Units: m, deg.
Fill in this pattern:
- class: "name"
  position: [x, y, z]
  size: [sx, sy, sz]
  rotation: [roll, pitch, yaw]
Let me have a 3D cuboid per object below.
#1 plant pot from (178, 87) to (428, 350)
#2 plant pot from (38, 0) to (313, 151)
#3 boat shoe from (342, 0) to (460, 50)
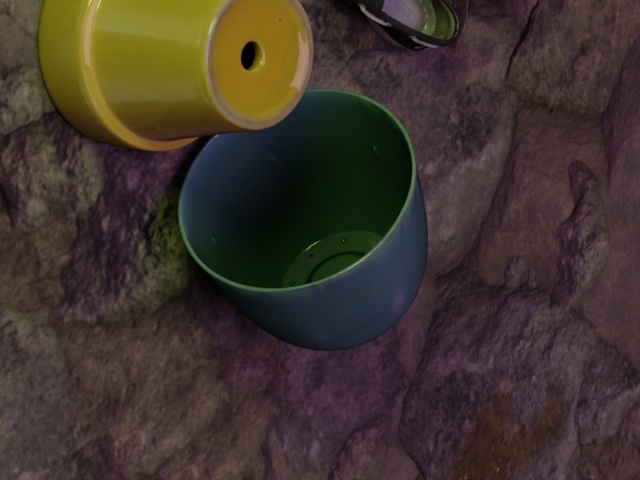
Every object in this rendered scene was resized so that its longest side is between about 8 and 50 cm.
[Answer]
- class: "plant pot"
  position: [0.000, 0.000, 2.086]
  size: [0.293, 0.293, 0.235]
  rotation: [-55, 148, -21]
- class: "plant pot"
  position: [-0.147, -0.218, 1.901]
  size: [0.254, 0.239, 0.254]
  rotation: [-12, 108, -43]
- class: "boat shoe"
  position: [0.074, -0.342, 2.203]
  size: [0.302, 0.091, 0.114]
  rotation: [26, 81, -46]
